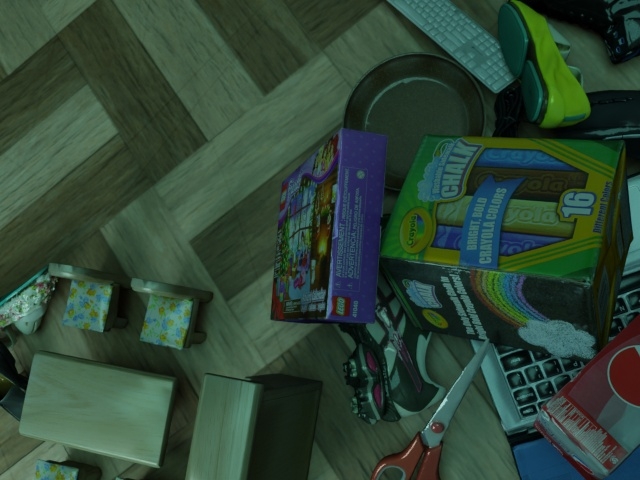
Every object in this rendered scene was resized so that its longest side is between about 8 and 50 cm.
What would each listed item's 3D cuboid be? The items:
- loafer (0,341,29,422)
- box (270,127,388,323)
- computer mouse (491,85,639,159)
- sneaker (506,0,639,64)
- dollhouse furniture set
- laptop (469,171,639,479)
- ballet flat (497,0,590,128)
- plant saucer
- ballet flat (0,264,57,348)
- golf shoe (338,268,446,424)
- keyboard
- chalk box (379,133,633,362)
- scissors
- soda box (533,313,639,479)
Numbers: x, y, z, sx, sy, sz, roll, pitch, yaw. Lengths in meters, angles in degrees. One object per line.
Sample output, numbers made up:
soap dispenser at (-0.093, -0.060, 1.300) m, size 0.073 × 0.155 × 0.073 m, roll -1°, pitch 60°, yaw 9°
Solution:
loafer at (-0.461, 0.227, 1.035) m, size 0.062 × 0.061 × 0.170 m, roll -37°, pitch 99°, yaw 9°
box at (0.000, 0.000, 0.855) m, size 0.057 × 0.293 × 0.201 m, roll 7°, pitch 81°, yaw -15°
computer mouse at (0.333, -0.131, 0.849) m, size 0.262 × 0.060 × 0.184 m, roll 13°, pitch 48°, yaw 17°
sneaker at (0.352, -0.287, 0.908) m, size 0.216 × 0.079 × 0.121 m, roll -1°, pitch 90°, yaw 22°
dollhouse furniture set at (-0.229, 0.230, 0.892) m, size 0.394 × 0.256 × 0.362 m, roll 7°, pitch 83°, yaw 16°
laptop at (0.364, 0.115, 0.758) m, size 0.382 × 0.236 × 0.408 m, roll -21°, pitch 76°, yaw 11°
ballet flat at (0.281, -0.221, 0.876) m, size 0.077 × 0.077 × 0.231 m, roll -1°, pitch 48°, yaw -2°
plant saucer at (0.130, -0.161, 0.971) m, size 0.198 × 0.036 × 0.199 m, roll -3°, pitch 80°, yaw 15°
ballet flat at (-0.484, 0.123, 1.083) m, size 0.241 × 0.091 × 0.077 m, roll -31°, pitch 105°, yaw 13°
golf shoe at (0.079, 0.099, 0.925) m, size 0.120 × 0.105 × 0.273 m, roll -9°, pitch 79°, yaw -8°
keyboard at (0.175, -0.301, 0.975) m, size 0.072 × 0.014 × 0.256 m, roll -35°, pitch 70°, yaw -26°
chalk box at (0.187, 0.001, 0.804) m, size 0.289 × 0.180 × 0.179 m, roll 9°, pitch 60°, yaw 31°
scissors at (0.125, 0.235, 0.845) m, size 0.109 × 0.021 × 0.297 m, roll 12°, pitch 116°, yaw 12°
soda box at (0.333, 0.117, 0.687) m, size 0.263 × 0.092 × 0.083 m, roll -40°, pitch 64°, yaw -7°
